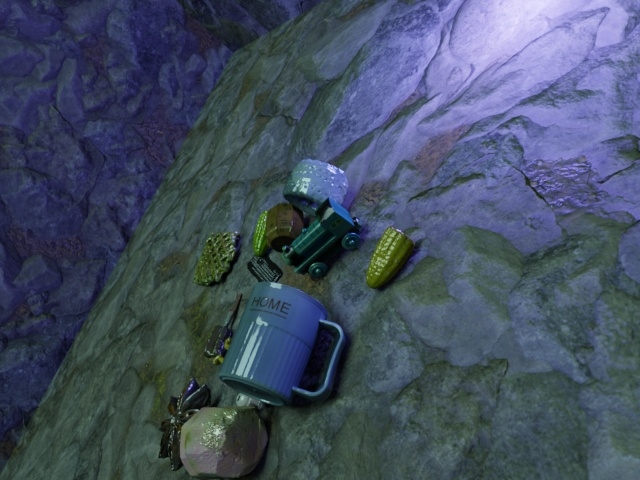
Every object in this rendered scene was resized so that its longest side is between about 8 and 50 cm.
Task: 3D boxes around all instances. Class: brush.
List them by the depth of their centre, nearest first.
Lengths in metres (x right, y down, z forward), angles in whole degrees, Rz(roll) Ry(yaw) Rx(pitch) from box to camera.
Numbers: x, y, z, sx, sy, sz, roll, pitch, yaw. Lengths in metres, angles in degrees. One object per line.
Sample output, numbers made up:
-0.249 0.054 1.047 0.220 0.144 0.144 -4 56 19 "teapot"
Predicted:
-0.382 0.343 2.009 0.084 0.071 0.301 -5 48 29 "brush"

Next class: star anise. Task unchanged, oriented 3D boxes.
-0.489 0.669 1.804 0.331 0.117 0.332 -32 46 40 "star anise"

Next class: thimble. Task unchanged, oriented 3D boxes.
-0.011 -0.198 1.888 0.250 0.205 0.172 19 74 29 "thimble"

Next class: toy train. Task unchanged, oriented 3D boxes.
0.000 0.000 1.722 0.298 0.194 0.120 -42 38 18 "toy train"

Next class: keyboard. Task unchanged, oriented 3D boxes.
-0.238 0.121 2.053 0.106 0.016 0.262 -54 35 1 "keyboard"

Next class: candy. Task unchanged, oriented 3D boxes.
0.205 0.061 1.518 0.106 0.094 0.199 33 96 20 "candy"
-0.240 -0.025 2.117 0.096 0.096 0.210 -10 57 45 "candy"

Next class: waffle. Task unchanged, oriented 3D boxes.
-0.506 0.080 2.354 0.317 0.073 0.297 -7 57 47 "waffle"

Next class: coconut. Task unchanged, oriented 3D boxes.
-0.318 0.625 1.546 0.245 0.233 0.233 -21 47 35 "coconut"

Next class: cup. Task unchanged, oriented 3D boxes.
-0.119 0.342 1.541 0.311 0.331 0.257 -68 8 -28 "cup"

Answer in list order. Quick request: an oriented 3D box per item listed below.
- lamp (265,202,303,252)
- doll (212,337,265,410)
-0.143 -0.052 1.972 0.161 0.161 0.185 -30 39 31 "lamp"
-0.267 0.477 1.722 0.160 0.094 0.365 -58 34 0 "doll"
